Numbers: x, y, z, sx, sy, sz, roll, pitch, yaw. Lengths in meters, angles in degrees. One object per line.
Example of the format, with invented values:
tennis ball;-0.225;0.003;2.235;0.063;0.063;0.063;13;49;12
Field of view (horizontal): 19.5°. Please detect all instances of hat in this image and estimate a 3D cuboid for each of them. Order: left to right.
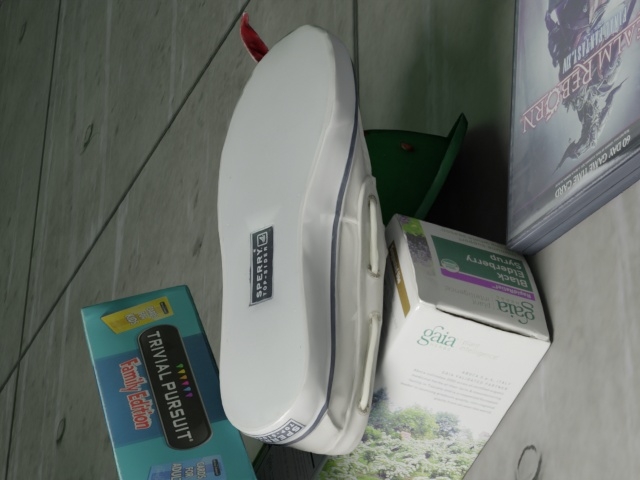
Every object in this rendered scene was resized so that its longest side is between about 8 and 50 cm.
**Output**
hat;-0.017;-0.053;1.284;0.173;0.183;0.208;-61;0;-1

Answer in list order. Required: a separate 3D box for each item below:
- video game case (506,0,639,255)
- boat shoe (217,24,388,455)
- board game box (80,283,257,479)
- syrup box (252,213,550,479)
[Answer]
video game case;0.176;-0.150;1.145;0.196;0.026;0.274;138;143;-56
boat shoe;0.000;0.000;1.134;0.096;0.088;0.268;-22;57;36
board game box;-0.072;0.236;1.211;0.254;0.079;0.336;-118;17;-61
syrup box;0.046;0.107;1.194;0.096;0.093;0.237;-102;34;-52
